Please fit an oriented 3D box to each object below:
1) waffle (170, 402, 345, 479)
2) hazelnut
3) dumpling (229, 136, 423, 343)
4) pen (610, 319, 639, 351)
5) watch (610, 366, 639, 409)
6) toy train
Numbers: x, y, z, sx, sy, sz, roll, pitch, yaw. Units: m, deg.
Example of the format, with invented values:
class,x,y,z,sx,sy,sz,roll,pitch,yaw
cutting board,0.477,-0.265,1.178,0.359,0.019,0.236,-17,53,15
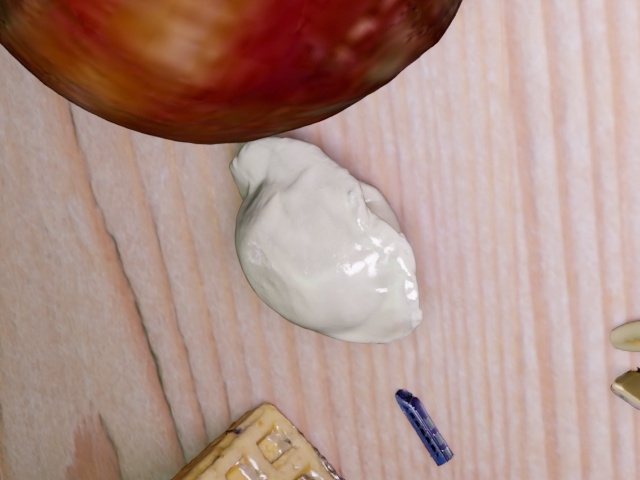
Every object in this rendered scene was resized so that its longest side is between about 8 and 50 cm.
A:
class,x,y,z,sx,sy,sz,roll,pitch,yaw
waffle,-0.094,0.361,1.497,0.261,0.376,0.114,50,134,0
hazelnut,-0.072,-0.254,1.139,0.421,0.353,0.421,4,124,6
dumpling,0.000,0.000,1.380,0.250,0.132,0.162,35,143,37
pen,0.332,0.063,1.224,0.233,0.032,0.040,-10,86,42
watch,0.341,0.238,1.291,0.268,0.102,0.165,37,135,26
toy train,0.100,0.178,1.484,0.017,0.017,0.083,-27,98,42
